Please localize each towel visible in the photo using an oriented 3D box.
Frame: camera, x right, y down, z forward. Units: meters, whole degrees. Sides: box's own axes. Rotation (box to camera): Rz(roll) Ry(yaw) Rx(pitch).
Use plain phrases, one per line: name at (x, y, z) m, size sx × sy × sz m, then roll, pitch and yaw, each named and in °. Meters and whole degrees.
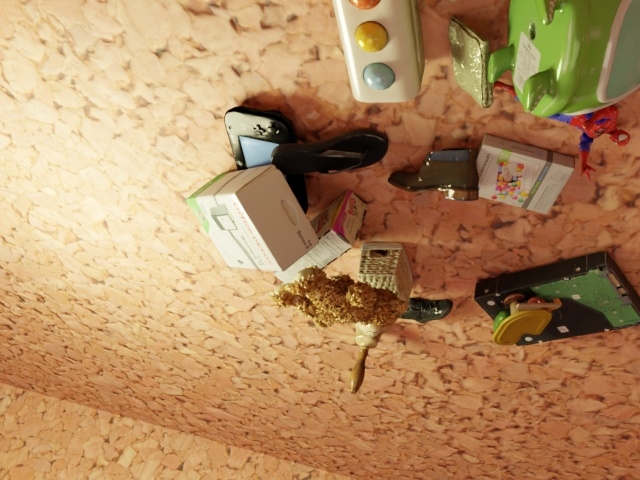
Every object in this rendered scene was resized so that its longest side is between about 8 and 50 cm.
towel at (0.263, -0.311, 1.151) m, size 0.027 × 0.110 × 0.148 m, roll -28°, pitch 138°, yaw -5°

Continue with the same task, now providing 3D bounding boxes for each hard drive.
hard drive at (0.586, 0.151, 1.617) m, size 0.339 × 0.064 × 0.237 m, roll -20°, pitch 129°, yaw 40°

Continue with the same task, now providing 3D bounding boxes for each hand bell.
hand bell at (0.121, 0.327, 1.883) m, size 0.126 × 0.242 × 0.126 m, roll 12°, pitch 142°, yaw 10°

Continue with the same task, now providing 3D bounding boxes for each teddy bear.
teddy bear at (0.044, 0.155, 1.558) m, size 0.245 × 0.113 × 0.338 m, roll -26°, pitch 142°, yaw 32°

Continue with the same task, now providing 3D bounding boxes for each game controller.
game controller at (-0.120, -0.173, 1.505) m, size 0.167 × 0.067 × 0.319 m, roll 7°, pitch 141°, yaw 14°

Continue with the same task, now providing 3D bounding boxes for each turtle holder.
turtle holder at (0.391, -0.349, 0.971) m, size 0.228 × 0.243 × 0.320 m, roll -6°, pitch 100°, yaw -3°

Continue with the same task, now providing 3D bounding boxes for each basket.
basket at (0.167, 0.096, 1.689) m, size 0.113 × 0.103 × 0.167 m, roll 0°, pitch 138°, yaw 22°

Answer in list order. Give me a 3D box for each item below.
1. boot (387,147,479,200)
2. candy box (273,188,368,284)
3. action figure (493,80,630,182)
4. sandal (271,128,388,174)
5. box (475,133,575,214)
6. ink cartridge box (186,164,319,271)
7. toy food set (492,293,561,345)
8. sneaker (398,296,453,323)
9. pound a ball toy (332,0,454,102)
boot at (0.240, -0.152, 1.389) m, size 0.219 × 0.082 × 0.106 m, roll 14°, pitch 110°, yaw 38°
candy box at (0.000, 0.000, 1.569) m, size 0.071 × 0.159 × 0.233 m, roll 40°, pitch 131°, yaw -15°
action figure at (0.432, -0.213, 1.174) m, size 0.281 × 0.139 × 0.091 m, roll 21°, pitch 144°, yaw -8°
sandal at (0.022, -0.173, 1.405) m, size 0.255 × 0.054 × 0.097 m, roll -10°, pitch 139°, yaw 4°
box at (0.406, -0.135, 1.356) m, size 0.186 × 0.038 × 0.145 m, roll 17°, pitch 142°, yaw 4°
ink cartridge box at (-0.162, -0.048, 1.511) m, size 0.289 × 0.121 × 0.211 m, roll 0°, pitch 125°, yaw 59°
toy food set at (0.487, 0.178, 1.596) m, size 0.128 × 0.071 × 0.217 m, roll -4°, pitch 145°, yaw -10°
sneaker at (0.275, 0.186, 1.800) m, size 0.089 × 0.051 × 0.170 m, roll 30°, pitch 145°, yaw -22°
pound a ball toy at (0.128, -0.383, 1.082) m, size 0.208 × 0.135 × 0.319 m, roll 4°, pitch 141°, yaw 19°
